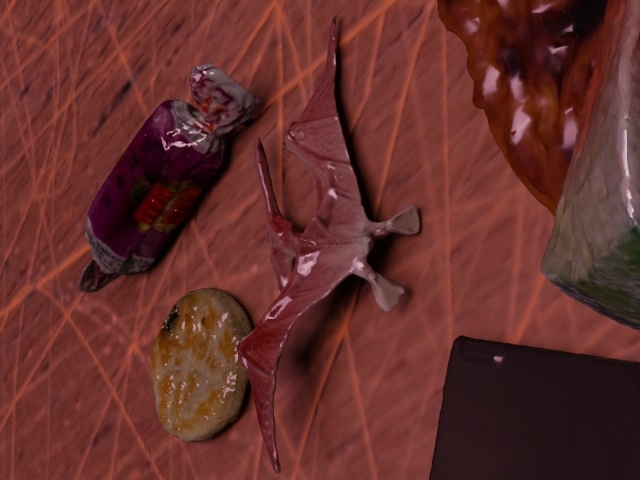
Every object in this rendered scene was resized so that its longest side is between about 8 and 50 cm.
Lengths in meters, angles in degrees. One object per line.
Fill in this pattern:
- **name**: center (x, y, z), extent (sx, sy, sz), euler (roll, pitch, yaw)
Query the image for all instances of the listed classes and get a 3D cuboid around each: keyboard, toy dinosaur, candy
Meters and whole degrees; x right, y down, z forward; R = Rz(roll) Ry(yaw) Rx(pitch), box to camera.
- **keyboard**: center (0.155, 0.099, 0.519), extent (0.317, 0.027, 0.106), euler (6, 87, 50)
- **toy dinosaur**: center (-0.001, 0.000, 0.711), extent (0.108, 0.032, 0.220), euler (-1, 75, 53)
- **candy**: center (-0.087, -0.031, 0.805), extent (0.175, 0.045, 0.043), euler (-51, 45, 33)

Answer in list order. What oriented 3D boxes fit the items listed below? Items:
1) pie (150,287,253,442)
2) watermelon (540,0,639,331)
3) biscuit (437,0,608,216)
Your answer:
- **pie**: center (-0.061, 0.063, 0.783), extent (0.085, 0.017, 0.085), euler (-11, 76, 49)
- **watermelon**: center (0.116, -0.084, 0.412), extent (0.094, 0.154, 0.241), euler (-8, 72, 49)
- **biscuit**: center (0.164, -0.141, 0.498), extent (0.334, 0.081, 0.289), euler (-49, 53, 39)
